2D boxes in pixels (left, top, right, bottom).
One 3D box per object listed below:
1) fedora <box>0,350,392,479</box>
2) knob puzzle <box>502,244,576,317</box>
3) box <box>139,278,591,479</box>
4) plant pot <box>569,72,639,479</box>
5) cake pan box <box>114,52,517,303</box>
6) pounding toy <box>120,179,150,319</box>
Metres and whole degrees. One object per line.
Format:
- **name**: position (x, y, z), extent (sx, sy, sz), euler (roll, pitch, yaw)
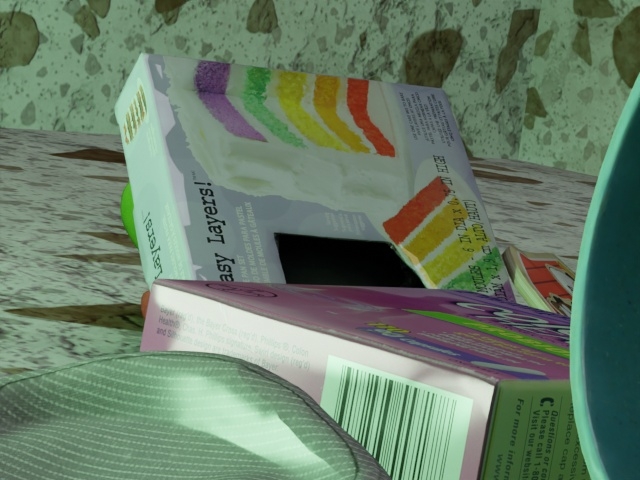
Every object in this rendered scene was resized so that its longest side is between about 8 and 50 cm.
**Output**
- **fedora**: position (-0.055, 0.110, 0.570), extent (0.275, 0.124, 0.244), euler (12, 21, 42)
- **knob puzzle**: position (0.205, 0.063, 1.350), extent (0.213, 0.030, 0.213), euler (37, 14, -11)
- **box**: position (0.068, 0.097, 0.934), extent (0.213, 0.117, 0.243), euler (14, 6, 43)
- **plant pot**: position (0.263, 0.018, 0.623), extent (0.255, 0.271, 0.271), euler (22, 2, -23)
- **cake pan box**: position (0.000, 0.000, 1.316), extent (0.246, 0.070, 0.267), euler (4, 51, -23)
- **pounding toy**: position (-0.058, 0.037, 1.474), extent (0.183, 0.110, 0.237), euler (-1, -26, 21)
